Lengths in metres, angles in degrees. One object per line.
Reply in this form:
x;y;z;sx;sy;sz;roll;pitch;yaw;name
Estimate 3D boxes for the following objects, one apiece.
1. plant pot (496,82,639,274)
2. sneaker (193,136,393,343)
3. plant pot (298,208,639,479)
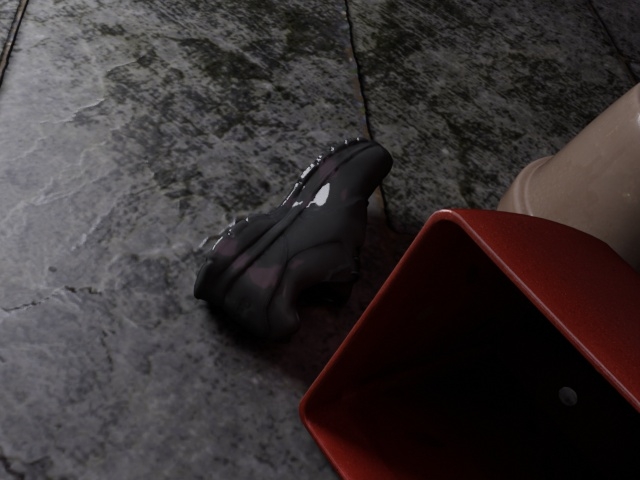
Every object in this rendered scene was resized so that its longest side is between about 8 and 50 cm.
0.370;-0.057;0.815;0.263;0.229;0.263;9;48;-10;plant pot
0.000;0.000;0.739;0.130;0.109;0.286;40;59;9;sneaker
0.188;0.138;0.581;0.236;0.267;0.267;-13;54;-44;plant pot
